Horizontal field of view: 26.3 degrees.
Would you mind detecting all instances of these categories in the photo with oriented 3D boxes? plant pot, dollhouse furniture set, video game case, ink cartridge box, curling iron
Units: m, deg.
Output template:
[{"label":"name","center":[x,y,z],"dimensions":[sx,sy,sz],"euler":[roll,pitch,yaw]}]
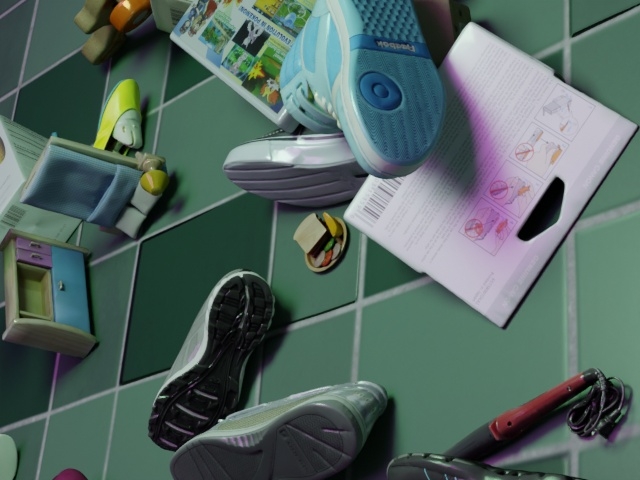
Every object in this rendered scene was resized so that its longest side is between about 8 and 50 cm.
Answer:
[{"label":"plant pot","center":[0.134,-0.251,1.702],"dimensions":[0.096,0.109,0.109],"euler":[-10,86,26]},{"label":"dollhouse furniture set","center":[-0.403,-0.013,2.059],"dimensions":[0.303,0.286,0.198],"euler":[-52,37,33]},{"label":"video game case","center":[-0.040,-0.332,1.839],"dimensions":[0.300,0.036,0.329],"euler":[-54,43,6]},{"label":"ink cartridge box","center":[0.194,-0.074,1.561],"dimensions":[0.239,0.060,0.275],"euler":[36,98,24]},{"label":"curling iron","center":[0.197,0.203,1.418],"dimensions":[0.274,0.035,0.068],"euler":[-29,48,36]}]

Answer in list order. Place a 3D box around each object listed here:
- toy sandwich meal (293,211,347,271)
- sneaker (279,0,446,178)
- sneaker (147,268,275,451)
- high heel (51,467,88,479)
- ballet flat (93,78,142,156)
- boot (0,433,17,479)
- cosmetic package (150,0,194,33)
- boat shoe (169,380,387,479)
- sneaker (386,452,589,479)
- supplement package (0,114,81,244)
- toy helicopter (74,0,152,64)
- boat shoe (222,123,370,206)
[{"label":"toy sandwich meal","center":[0.000,0.000,1.783],"dimensions":[0.086,0.029,0.085],"euler":[-28,49,37]},{"label":"sneaker","center":[0.040,-0.158,1.594],"dimensions":[0.208,0.127,0.319],"euler":[125,149,-45]},{"label":"sneaker","center":[-0.143,0.160,1.819],"dimensions":[0.271,0.100,0.108],"euler":[-61,12,7]},{"label":"high heel","center":[-0.248,0.396,1.810],"dimensions":[0.181,0.127,0.377],"euler":[-29,36,-4]},{"label":"ballet flat","center":[-0.337,-0.150,2.255],"dimensions":[0.077,0.077,0.231],"euler":[28,93,32]},{"label":"boot","center":[-0.536,0.396,2.146],"dimensions":[0.086,0.069,0.189],"euler":[-6,65,45]},{"label":"cosmetic package","center":[-0.167,-0.484,2.157],"dimensions":[0.160,0.113,0.309],"euler":[98,-172,-75]},{"label":"boat shoe","center":[-0.055,0.248,1.646],"dimensions":[0.320,0.103,0.118],"euler":[-31,92,39]},{"label":"sneaker","center":[0.167,0.270,1.348],"dimensions":[0.267,0.101,0.106],"euler":[4,80,44]},{"label":"supplement package","center":[-0.518,-0.088,2.369],"dimensions":[0.139,0.134,0.244],"euler":[-52,38,13]},{"label":"toy helicopter","center":[-0.323,-0.406,2.302],"dimensions":[0.235,0.140,0.355],"euler":[-42,-1,-30]},{"label":"boat shoe","center":[0.022,-0.125,1.782],"dimensions":[0.335,0.121,0.119],"euler":[-4,58,37]}]
